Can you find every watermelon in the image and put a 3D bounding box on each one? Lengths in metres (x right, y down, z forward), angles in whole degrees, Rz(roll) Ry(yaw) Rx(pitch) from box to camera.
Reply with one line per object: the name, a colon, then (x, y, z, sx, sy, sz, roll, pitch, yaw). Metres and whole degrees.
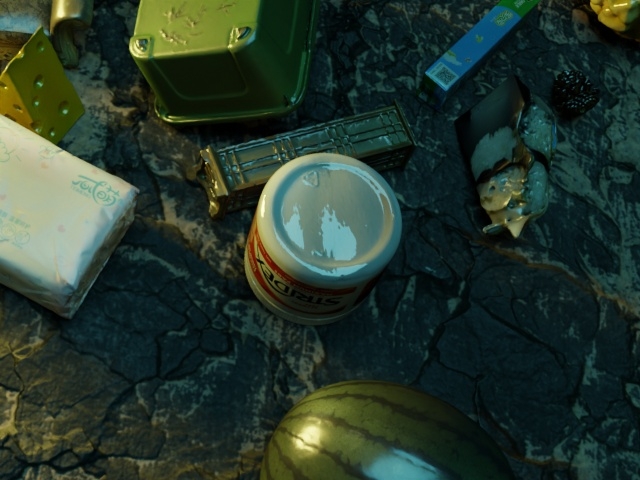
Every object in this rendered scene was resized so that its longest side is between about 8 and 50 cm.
watermelon: (0.099, 0.329, 1.422, 0.360, 0.279, 0.278, 24, 64, -1)

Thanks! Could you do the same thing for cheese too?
cheese: (-0.418, -0.230, 1.617, 0.126, 0.171, 0.093, 32, 64, 4)

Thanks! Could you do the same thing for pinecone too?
pinecone: (0.416, -0.243, 1.849, 0.077, 0.077, 0.083, -17, 60, -18)

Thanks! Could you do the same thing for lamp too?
lamp: (-0.020, -0.123, 1.699, 0.326, 0.090, 0.089, -15, 70, -18)

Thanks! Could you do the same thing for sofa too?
sofa: (-0.466, -0.389, 1.671, 0.259, 0.182, 0.200, 4, 67, -10)

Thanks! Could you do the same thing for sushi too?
sushi: (0.315, -0.108, 1.752, 0.109, 0.134, 0.272, 19, 49, -38)

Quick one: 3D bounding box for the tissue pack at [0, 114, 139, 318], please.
tissue pack: (-0.416, -0.043, 1.566, 0.271, 0.124, 0.201, 28, 68, 1)

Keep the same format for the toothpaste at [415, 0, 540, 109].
toothpaste: (0.262, -0.322, 1.857, 0.050, 0.065, 0.267, 41, 66, 11)

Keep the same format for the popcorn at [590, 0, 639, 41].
popcorn: (0.573, -0.497, 1.918, 0.265, 0.225, 0.332, -2, 55, -7)

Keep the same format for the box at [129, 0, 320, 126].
box: (-0.143, -0.350, 1.683, 0.253, 0.178, 0.328, -3, 66, 17)

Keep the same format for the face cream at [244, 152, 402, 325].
face cream: (0.000, 0.000, 1.594, 0.201, 0.187, 0.201, 4, 66, -10)
